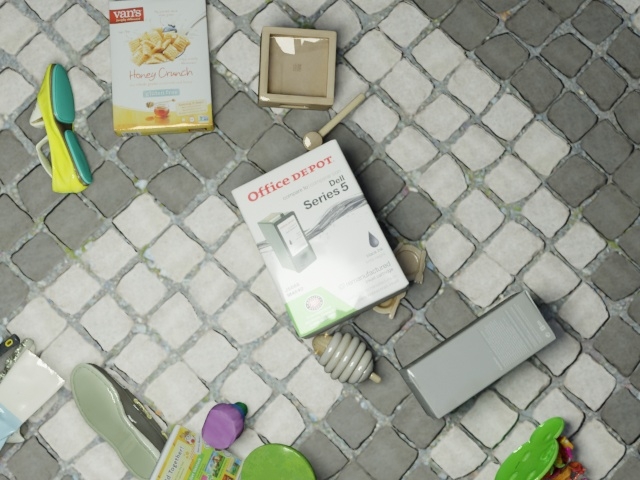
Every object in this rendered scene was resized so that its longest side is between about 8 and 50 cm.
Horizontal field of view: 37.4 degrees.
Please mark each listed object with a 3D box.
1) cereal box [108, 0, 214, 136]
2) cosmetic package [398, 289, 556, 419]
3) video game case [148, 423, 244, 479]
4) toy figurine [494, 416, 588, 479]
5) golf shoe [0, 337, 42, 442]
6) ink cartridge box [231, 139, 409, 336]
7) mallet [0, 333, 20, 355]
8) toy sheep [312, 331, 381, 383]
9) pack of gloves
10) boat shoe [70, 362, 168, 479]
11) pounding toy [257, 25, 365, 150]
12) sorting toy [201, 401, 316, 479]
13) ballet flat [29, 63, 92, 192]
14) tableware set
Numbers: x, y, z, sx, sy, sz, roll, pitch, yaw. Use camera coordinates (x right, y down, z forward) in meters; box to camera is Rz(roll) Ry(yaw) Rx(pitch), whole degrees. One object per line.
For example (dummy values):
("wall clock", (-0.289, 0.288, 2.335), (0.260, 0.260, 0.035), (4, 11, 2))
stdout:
("cereal box", (-0.279, -0.306, 1.658), (0.173, 0.047, 0.240), (-5, 81, -3))
("cosmetic package", (0.255, 0.191, 1.560), (0.238, 0.127, 0.107), (-30, 84, -8))
("video game case", (-0.182, 0.431, 1.477), (0.206, 0.026, 0.227), (32, 48, -11))
("toy figurine", (0.396, 0.407, 1.555), (0.159, 0.130, 0.173), (48, 58, -8))
("golf shoe", (-0.497, 0.250, 1.565), (0.086, 0.069, 0.176), (23, 83, -19))
("ink cartridge box", (0.000, 0.000, 1.572), (0.198, 0.115, 0.272), (-27, 81, 2))
("mallet", (-0.569, 0.222, 1.553), (0.190, 0.039, 0.062), (-28, 83, 6))
("toy sheep", (0.045, 0.197, 1.570), (0.132, 0.091, 0.091), (28, 81, 2))
("pack of gloves", (-0.557, 0.247, 1.509), (0.195, 0.046, 0.232), (42, 85, -7))
("boat shoe", (-0.325, 0.293, 1.554), (0.081, 0.069, 0.227), (-41, 82, 22))
("pounding toy", (-0.018, -0.255, 1.642), (0.181, 0.094, 0.206), (3, 90, -7))
("sorting toy", (-0.029, 0.384, 1.531), (0.365, 0.126, 0.127), (40, 112, 8))
("ballet flat", (-0.458, -0.189, 1.625), (0.077, 0.077, 0.231), (-17, 84, 12))
("tableware set", (0.093, 0.049, 1.629), (0.169, 0.020, 0.141), (27, 81, 3))
